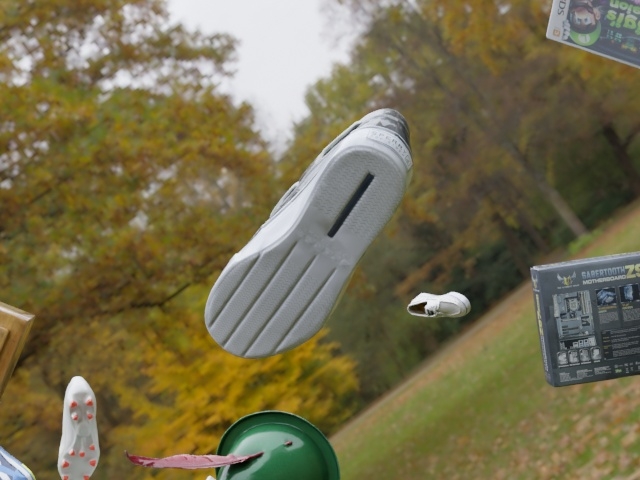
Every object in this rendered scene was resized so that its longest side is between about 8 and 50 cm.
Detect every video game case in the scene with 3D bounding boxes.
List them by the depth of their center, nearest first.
[{"bbox_3d":[0.432,-0.343,1.692,0.022,0.190,0.173,-47,-29,-41],"label":"video game case"}]

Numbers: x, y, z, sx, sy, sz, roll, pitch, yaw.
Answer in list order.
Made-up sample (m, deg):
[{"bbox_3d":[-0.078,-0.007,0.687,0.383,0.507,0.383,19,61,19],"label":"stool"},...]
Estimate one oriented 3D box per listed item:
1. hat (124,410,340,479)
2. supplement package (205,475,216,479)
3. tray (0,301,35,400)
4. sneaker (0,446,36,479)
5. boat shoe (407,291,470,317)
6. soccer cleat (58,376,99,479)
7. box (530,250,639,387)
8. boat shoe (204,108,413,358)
[{"bbox_3d":[-0.101,0.321,1.492,0.209,0.172,0.183,-10,1,21],"label":"hat"},{"bbox_3d":[-0.149,0.566,1.905,0.199,0.263,0.198,-54,1,10],"label":"supplement package"},{"bbox_3d":[-0.476,0.235,1.222,0.076,0.203,0.410,-165,97,-83],"label":"tray"},{"bbox_3d":[-0.476,0.333,1.685,0.059,0.144,0.053,-42,-34,-36],"label":"sneaker"},{"bbox_3d":[0.155,0.090,1.550,0.035,0.035,0.100,-33,22,-34],"label":"boat shoe"},{"bbox_3d":[-0.408,0.324,1.975,0.068,0.196,0.076,2,23,-17],"label":"soccer cleat"},{"bbox_3d":[0.447,0.114,1.766,0.233,0.183,0.059,-9,3,-2],"label":"box"},{"bbox_3d":[0.000,0.000,1.234,0.335,0.121,0.119,-47,6,33],"label":"boat shoe"}]
